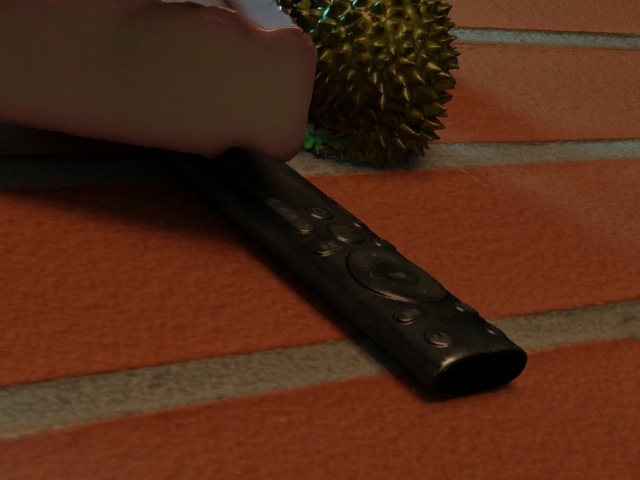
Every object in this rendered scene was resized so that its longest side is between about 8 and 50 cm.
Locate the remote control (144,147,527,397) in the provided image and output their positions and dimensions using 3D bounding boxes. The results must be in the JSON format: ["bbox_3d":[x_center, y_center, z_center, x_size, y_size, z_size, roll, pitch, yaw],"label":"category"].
[{"bbox_3d":[0.000,0.000,1.367,0.107,0.044,0.377,-8,36,-42],"label":"remote control"}]

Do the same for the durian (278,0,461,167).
[{"bbox_3d":[0.031,-0.184,1.645,0.200,0.176,0.237,-3,39,-5],"label":"durian"}]

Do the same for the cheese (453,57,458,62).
[{"bbox_3d":[0.019,-0.256,1.900,0.286,0.074,0.189,31,26,15],"label":"cheese"}]

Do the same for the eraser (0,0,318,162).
[{"bbox_3d":[-0.168,-0.176,1.441,0.272,0.122,0.359,6,16,-14],"label":"eraser"}]
